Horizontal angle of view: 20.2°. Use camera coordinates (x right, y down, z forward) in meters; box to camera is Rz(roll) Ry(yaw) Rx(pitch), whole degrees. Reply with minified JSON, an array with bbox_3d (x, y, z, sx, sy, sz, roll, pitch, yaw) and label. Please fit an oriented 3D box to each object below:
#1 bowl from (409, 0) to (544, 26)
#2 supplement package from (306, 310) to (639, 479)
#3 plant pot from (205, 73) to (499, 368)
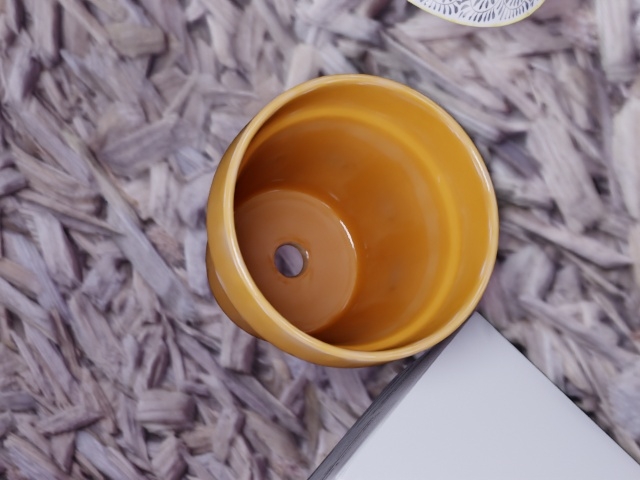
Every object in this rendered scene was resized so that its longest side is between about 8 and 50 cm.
[{"bbox_3d":[0.092,-0.223,1.105,0.170,0.080,0.170,28,148,20],"label":"bowl"},{"bbox_3d":[0.132,0.229,1.401,0.262,0.204,0.145,44,144,-1],"label":"supplement package"},{"bbox_3d":[0.000,0.000,1.328,0.205,0.205,0.188,48,158,-6],"label":"plant pot"}]
